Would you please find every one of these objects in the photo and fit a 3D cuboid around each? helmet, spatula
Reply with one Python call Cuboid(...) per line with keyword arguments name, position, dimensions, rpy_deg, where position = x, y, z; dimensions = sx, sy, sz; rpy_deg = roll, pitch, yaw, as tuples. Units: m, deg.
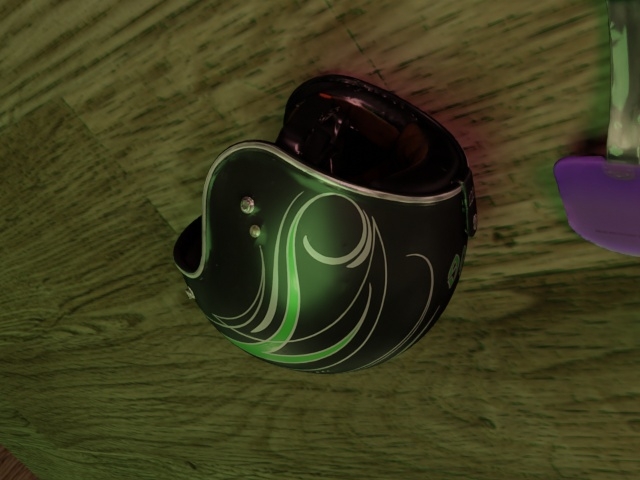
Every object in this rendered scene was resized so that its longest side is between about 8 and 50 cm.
Cuboid(name="helmet", position=(0.000, 0.000, 0.474), dimensions=(0.169, 0.169, 0.162), rpy_deg=(27, 126, 11))
Cuboid(name="spatula", position=(0.142, -0.091, 0.370), dimensions=(0.084, 0.030, 0.297), rpy_deg=(9, 136, 35))
